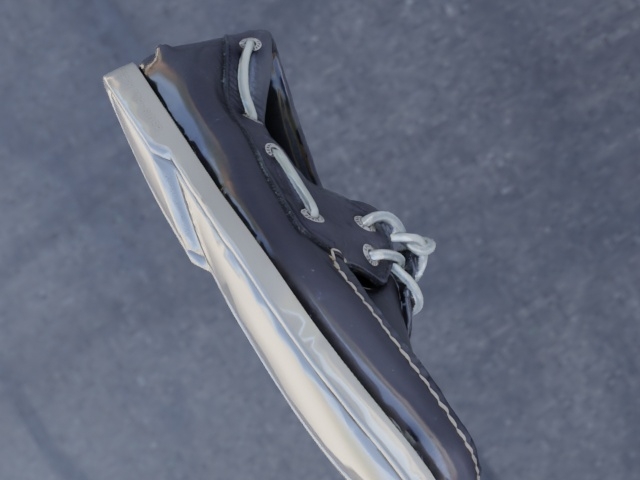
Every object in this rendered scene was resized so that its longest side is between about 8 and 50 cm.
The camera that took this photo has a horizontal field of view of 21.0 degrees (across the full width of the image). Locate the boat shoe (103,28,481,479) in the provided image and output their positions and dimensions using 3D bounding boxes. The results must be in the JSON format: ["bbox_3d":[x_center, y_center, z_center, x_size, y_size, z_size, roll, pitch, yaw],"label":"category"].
[{"bbox_3d":[0.000,0.000,0.518,0.206,0.065,0.075,53,165,42],"label":"boat shoe"}]
